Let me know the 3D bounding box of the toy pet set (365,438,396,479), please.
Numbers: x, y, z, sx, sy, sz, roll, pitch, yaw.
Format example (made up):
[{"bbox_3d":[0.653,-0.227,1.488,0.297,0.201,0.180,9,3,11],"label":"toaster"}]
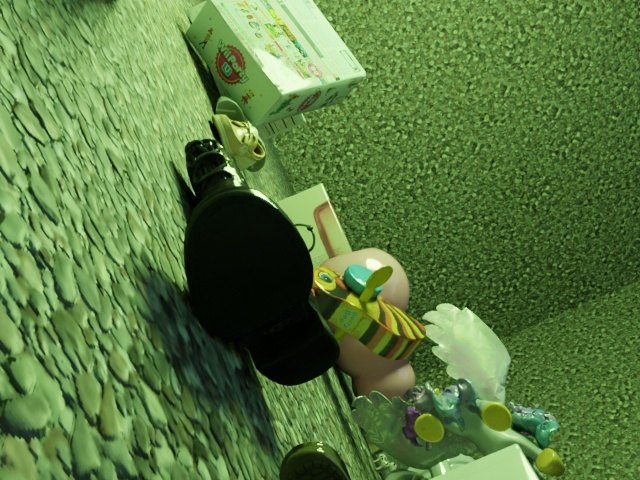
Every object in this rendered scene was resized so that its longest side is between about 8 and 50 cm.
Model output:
[{"bbox_3d":[0.141,0.432,1.431,0.122,0.065,0.114,64,3,-64],"label":"toy pet set"}]

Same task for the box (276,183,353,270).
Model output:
[{"bbox_3d":[0.000,0.000,1.789,0.148,0.126,0.233,58,9,-76],"label":"box"}]

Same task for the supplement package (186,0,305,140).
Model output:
[{"bbox_3d":[-0.160,-0.379,1.584,0.204,0.145,0.262,60,7,-69],"label":"supplement package"}]

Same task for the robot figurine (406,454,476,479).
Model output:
[{"bbox_3d":[0.285,0.589,1.518,0.353,0.199,0.300,-110,-175,-58],"label":"robot figurine"}]

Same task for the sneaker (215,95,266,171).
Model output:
[{"bbox_3d":[-0.141,-0.193,1.286,0.061,0.053,0.152,-116,-179,-58],"label":"sneaker"}]

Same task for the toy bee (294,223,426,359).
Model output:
[{"bbox_3d":[0.025,0.110,1.204,0.162,0.298,0.196,-31,135,-61],"label":"toy bee"}]

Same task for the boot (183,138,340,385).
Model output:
[{"bbox_3d":[-0.077,-0.012,0.624,0.263,0.091,0.229,71,-8,-52],"label":"boot"}]

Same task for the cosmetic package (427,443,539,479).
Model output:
[{"bbox_3d":[0.197,0.403,0.881,0.225,0.223,0.138,-109,176,-69],"label":"cosmetic package"}]

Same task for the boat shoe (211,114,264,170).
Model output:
[{"bbox_3d":[-0.129,-0.166,1.163,0.170,0.059,0.063,60,7,-77],"label":"boat shoe"}]

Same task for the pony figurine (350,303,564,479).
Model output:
[{"bbox_3d":[0.249,0.305,1.212,0.351,0.303,0.363,39,1,13],"label":"pony figurine"}]

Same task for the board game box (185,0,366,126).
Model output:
[{"bbox_3d":[-0.075,-0.357,1.383,0.224,0.097,0.303,54,37,6],"label":"board game box"}]

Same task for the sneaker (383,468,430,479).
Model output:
[{"bbox_3d":[0.158,0.488,1.289,0.115,0.105,0.281,20,-30,43],"label":"sneaker"}]

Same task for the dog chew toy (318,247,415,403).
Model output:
[{"bbox_3d":[0.101,0.188,1.466,0.206,0.206,0.332,49,26,-84],"label":"dog chew toy"}]

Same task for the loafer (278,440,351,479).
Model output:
[{"bbox_3d":[-0.001,0.193,0.533,0.050,0.056,0.148,-112,-172,-51],"label":"loafer"}]
